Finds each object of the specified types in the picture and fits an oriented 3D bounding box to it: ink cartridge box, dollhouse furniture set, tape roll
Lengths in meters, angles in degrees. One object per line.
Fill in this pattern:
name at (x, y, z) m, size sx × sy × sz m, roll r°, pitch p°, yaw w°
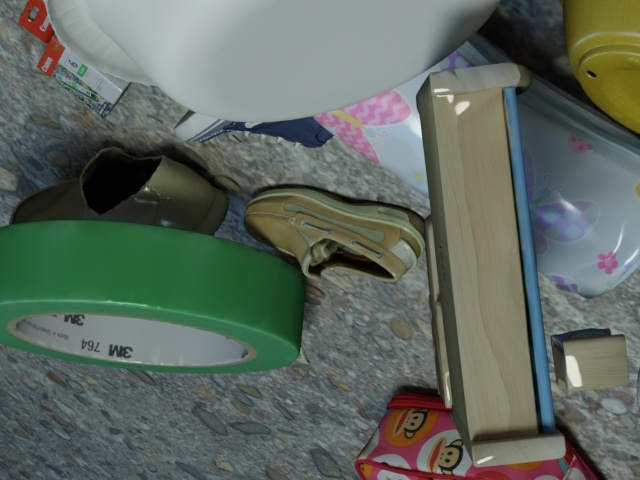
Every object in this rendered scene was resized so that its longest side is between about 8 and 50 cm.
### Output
ink cartridge box at (-0.223, -0.164, 1.172) m, size 0.115 × 0.029 × 0.063 m, roll 37°, pitch 150°, yaw -9°
dollhouse furniture set at (0.216, -0.004, 0.760) m, size 0.303 × 0.198 × 0.286 m, roll -6°, pitch -178°, yaw 1°
tape roll at (-0.175, 0.062, 1.268) m, size 0.321 × 0.077 × 0.321 m, roll 5°, pitch 163°, yaw 1°

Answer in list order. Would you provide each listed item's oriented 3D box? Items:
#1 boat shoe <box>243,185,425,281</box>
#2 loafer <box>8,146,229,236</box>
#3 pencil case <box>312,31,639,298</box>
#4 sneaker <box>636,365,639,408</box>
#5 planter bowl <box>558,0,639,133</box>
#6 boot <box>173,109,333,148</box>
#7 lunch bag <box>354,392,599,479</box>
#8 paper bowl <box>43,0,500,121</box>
boat shoe at (0.000, 0.000, 1.158) m, size 0.190 × 0.072 × 0.068 m, roll 6°, pitch 141°, yaw 38°
loafer at (-0.209, -0.040, 1.280) m, size 0.268 × 0.102 × 0.092 m, roll -6°, pitch 132°, yaw 35°
pencil case at (0.115, -0.077, 0.901) m, size 0.273 × 0.113 × 0.124 m, roll 35°, pitch 120°, yaw -4°
sneaker at (0.328, 0.154, 1.036) m, size 0.252 × 0.111 × 0.103 m, roll 41°, pitch 149°, yaw -15°
planter bowl at (0.206, -0.112, 0.729) m, size 0.217 × 0.090 × 0.217 m, roll 25°, pitch 166°, yaw 7°
boot at (-0.042, -0.100, 1.054) m, size 0.086 × 0.069 × 0.190 m, roll 45°, pitch 146°, yaw -15°
lunch bag at (0.172, 0.285, 1.366) m, size 0.258 × 0.120 × 0.293 m, roll 0°, pitch 138°, yaw 44°
paper bowl at (-0.010, -0.168, 0.695) m, size 0.284 × 0.284 × 0.148 m, roll 126°, pitch 129°, yaw -60°
